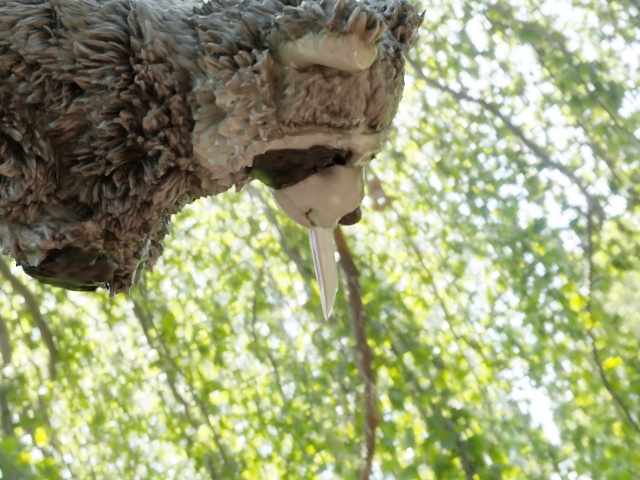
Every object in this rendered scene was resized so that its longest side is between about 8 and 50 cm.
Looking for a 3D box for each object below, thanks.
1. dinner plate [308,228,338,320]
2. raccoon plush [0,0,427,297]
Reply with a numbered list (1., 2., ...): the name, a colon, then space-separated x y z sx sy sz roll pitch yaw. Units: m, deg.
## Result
1. dinner plate: 0.000 0.000 0.916 0.017 0.141 0.141 -8 -36 -4
2. raccoon plush: -0.146 -0.163 0.694 0.299 0.216 0.446 -37 -70 27
